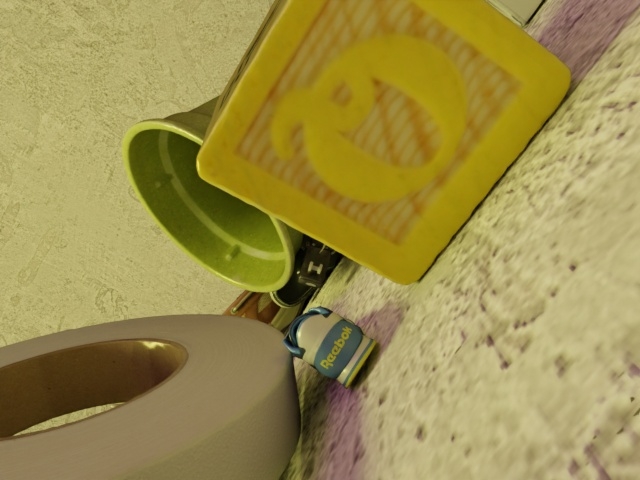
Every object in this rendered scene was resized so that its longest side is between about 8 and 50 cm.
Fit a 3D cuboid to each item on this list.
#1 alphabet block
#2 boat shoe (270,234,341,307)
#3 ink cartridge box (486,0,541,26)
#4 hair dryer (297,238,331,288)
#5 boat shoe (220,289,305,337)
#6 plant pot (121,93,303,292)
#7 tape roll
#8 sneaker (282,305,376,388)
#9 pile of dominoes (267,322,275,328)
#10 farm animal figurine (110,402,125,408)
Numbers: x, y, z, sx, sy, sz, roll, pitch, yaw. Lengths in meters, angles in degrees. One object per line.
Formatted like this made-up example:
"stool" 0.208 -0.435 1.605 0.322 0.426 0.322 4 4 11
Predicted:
"alphabet block" 0.032 -0.115 0.443 0.193 0.192 0.197 -57 19 19
"boat shoe" 0.000 0.000 0.832 0.233 0.084 0.079 -54 5 -5
"ink cartridge box" 0.257 -0.366 0.655 0.218 0.092 0.158 -53 6 16
"hair dryer" 0.088 -0.073 0.662 0.224 0.080 0.293 -28 34 54
"boat shoe" -0.055 0.035 0.917 0.324 0.120 0.122 -59 6 -25
"plant pot" -0.081 -0.113 0.768 0.254 0.276 0.276 -50 1 -31
"tape roll" -0.211 0.150 0.465 0.392 0.392 0.071 -91 -6 -81
"sneaker" 0.001 0.080 0.458 0.053 0.059 0.144 -60 4 -12
"pile of dominoes" -0.145 0.210 0.725 0.251 0.040 0.196 -42 -3 -40
"farm animal figurine" -0.249 0.283 0.900 0.326 0.172 0.330 -58 5 -18
